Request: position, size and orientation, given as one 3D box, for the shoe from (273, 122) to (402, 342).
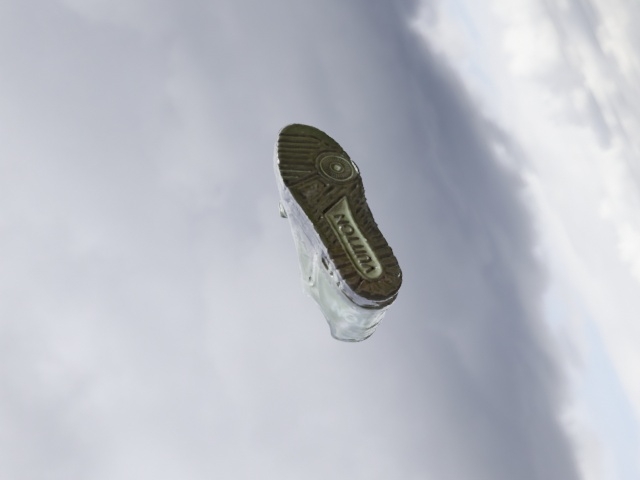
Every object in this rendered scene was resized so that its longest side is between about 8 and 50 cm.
[{"bbox_3d":[0.002,0.000,1.705,0.149,0.109,0.293,109,144,-46],"label":"shoe"}]
